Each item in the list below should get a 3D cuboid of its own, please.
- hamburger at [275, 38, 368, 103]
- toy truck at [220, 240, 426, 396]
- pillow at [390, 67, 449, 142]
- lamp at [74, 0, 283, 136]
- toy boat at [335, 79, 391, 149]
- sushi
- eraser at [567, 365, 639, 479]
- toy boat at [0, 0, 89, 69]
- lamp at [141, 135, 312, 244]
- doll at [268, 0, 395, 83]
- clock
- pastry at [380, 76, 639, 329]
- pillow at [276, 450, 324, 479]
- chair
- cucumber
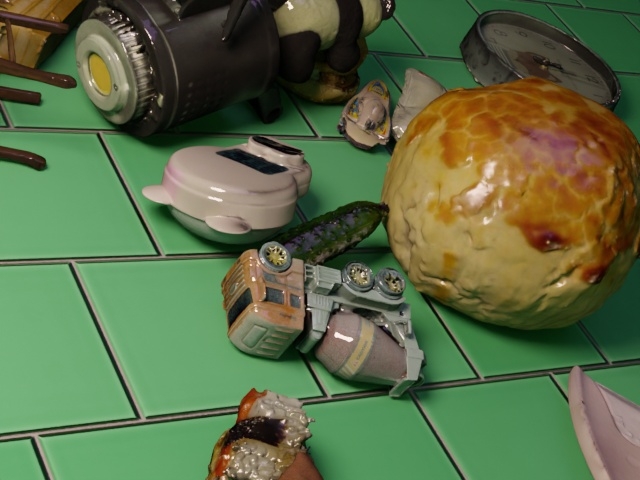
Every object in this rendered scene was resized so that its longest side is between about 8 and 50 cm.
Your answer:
[{"bbox_3d":[-0.019,-0.298,1.997,0.185,0.113,0.177,-14,58,-33],"label":"hamburger"},{"bbox_3d":[0.009,0.103,1.506,0.257,0.108,0.140,14,51,-24],"label":"toy truck"},{"bbox_3d":[0.181,-0.205,2.054,0.128,0.051,0.229,31,35,-9],"label":"pillow"},{"bbox_3d":[-0.205,-0.261,1.722,0.272,0.374,0.205,-32,69,-16],"label":"lamp"},{"bbox_3d":[0.079,-0.213,1.983,0.084,0.066,0.210,26,34,-5],"label":"toy boat"},{"bbox_3d":[-0.060,0.235,1.296,0.097,0.103,0.226,40,35,-12],"label":"sushi"},{"bbox_3d":[0.394,0.279,1.577,0.204,0.059,0.243,30,32,3],"label":"eraser"},{"bbox_3d":[-0.419,-0.334,1.778,0.115,0.089,0.310,26,34,-5],"label":"toy boat"},{"bbox_3d":[-0.109,-0.062,1.628,0.179,0.108,0.246,27,30,23],"label":"lamp"},{"bbox_3d":[0.000,-0.337,1.870,0.234,0.135,0.143,-18,61,-38],"label":"doll"},{"bbox_3d":[0.425,-0.330,2.364,0.325,0.067,0.325,18,36,-13],"label":"clock"},{"bbox_3d":[0.278,-0.064,1.716,0.388,0.312,0.388,20,32,-13],"label":"pastry"},{"bbox_3d":[-0.030,0.375,1.098,0.305,0.108,0.308,-25,72,-41],"label":"pillow"},{"bbox_3d":[-0.486,-0.223,1.539,0.319,0.160,0.186,12,36,-26],"label":"chair"},{"bbox_3d":[0.000,0.000,1.621,0.227,0.069,0.069,-27,60,-28],"label":"cucumber"}]
